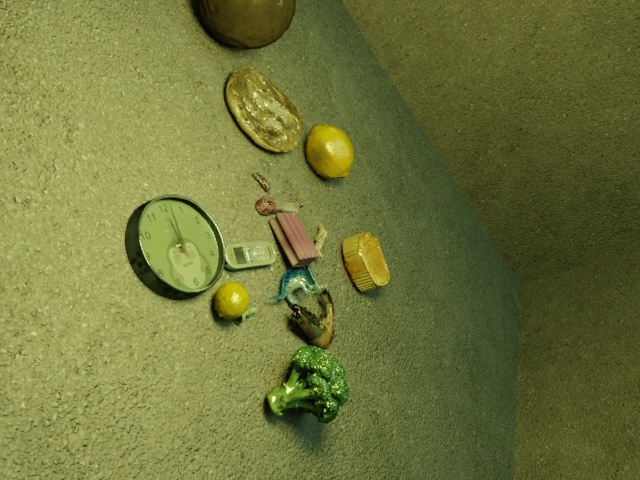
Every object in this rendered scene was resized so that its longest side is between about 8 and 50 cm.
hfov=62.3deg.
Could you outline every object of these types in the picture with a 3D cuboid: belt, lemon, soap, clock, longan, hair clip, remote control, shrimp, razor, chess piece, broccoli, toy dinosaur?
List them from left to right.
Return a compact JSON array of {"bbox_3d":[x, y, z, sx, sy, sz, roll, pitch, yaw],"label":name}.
[{"bbox_3d":[-0.419,0.014,1.566,0.319,0.066,0.319,29,50,-41],"label":"clock"},{"bbox_3d":[-0.273,0.182,1.626,0.109,0.109,0.133,47,46,-27],"label":"lemon"},{"bbox_3d":[-0.279,-0.921,1.983,0.391,0.391,0.391,29,50,-41],"label":"longan"},{"bbox_3d":[-0.239,0.234,1.705,0.093,0.042,0.042,-21,89,-61],"label":"chess piece"},{"bbox_3d":[-0.243,0.051,1.793,0.244,0.047,0.087,-4,78,-54],"label":"remote control"},{"bbox_3d":[-0.219,-0.226,1.993,0.092,0.029,0.038,48,40,-19],"label":"shrimp"},{"bbox_3d":[-0.151,-0.126,2.007,0.232,0.053,0.071,-1,64,-53],"label":"belt"},{"bbox_3d":[-0.097,-0.005,1.960,0.122,0.065,0.203,-3,60,-53],"label":"soap"},{"bbox_3d":[-0.087,0.155,1.918,0.144,0.076,0.329,45,35,-13],"label":"toy dinosaur"},{"bbox_3d":[-0.041,0.472,1.688,0.270,0.270,0.270,-22,90,-20],"label":"broccoli"},{"bbox_3d":[-0.042,0.106,2.024,0.037,0.068,0.191,1,64,-63],"label":"razor"},{"bbox_3d":[-0.015,0.262,1.923,0.290,0.054,0.222,47,49,-45],"label":"shrimp"},{"bbox_3d":[0.000,0.000,2.121,0.034,0.072,0.226,51,37,-27],"label":"hair clip"},{"bbox_3d":[0.038,-0.380,2.271,0.260,0.204,0.204,60,36,-7],"label":"lemon"}]

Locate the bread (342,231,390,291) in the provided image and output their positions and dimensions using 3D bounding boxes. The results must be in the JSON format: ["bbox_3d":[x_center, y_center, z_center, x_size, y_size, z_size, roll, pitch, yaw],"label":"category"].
[{"bbox_3d":[0.188,0.092,2.264,0.179,0.133,0.250,-28,94,-54],"label":"bread"}]

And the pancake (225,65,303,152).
[{"bbox_3d":[-0.221,-0.518,2.104,0.387,0.082,0.387,27,51,-38],"label":"pancake"}]
